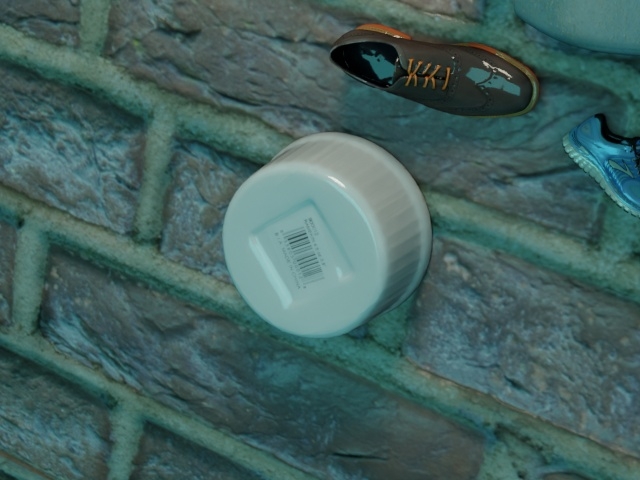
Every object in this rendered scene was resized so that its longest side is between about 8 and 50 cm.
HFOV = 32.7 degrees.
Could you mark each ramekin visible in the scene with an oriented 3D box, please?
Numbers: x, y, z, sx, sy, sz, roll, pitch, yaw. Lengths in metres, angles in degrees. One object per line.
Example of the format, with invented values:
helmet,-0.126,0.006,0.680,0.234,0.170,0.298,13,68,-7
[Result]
ramekin,0.000,0.000,1.491,0.277,0.135,0.277,8,110,25

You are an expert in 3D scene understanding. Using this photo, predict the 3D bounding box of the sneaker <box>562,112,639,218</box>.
sneaker,0.371,-0.089,1.319,0.162,0.063,0.073,44,117,7

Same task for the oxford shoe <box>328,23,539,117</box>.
oxford shoe,0.138,-0.205,1.376,0.271,0.098,0.097,16,113,22

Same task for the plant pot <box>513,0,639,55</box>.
plant pot,0.341,-0.324,1.162,0.252,0.247,0.247,4,108,38
